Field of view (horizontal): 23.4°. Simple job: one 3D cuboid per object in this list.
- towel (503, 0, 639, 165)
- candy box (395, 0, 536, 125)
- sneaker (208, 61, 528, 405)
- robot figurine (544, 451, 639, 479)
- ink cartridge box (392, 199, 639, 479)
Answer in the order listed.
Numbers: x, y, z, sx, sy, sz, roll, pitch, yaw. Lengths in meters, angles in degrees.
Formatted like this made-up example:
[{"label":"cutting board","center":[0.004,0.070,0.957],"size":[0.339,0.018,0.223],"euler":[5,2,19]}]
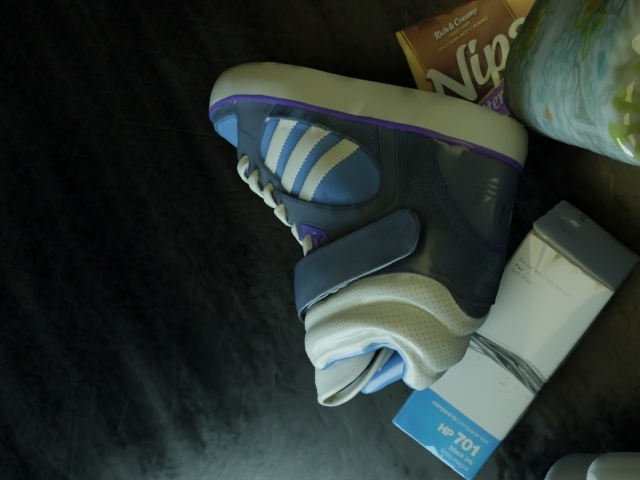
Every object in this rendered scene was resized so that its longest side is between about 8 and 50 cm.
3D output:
[{"label":"towel","center":[0.248,-0.227,0.980],"size":[0.090,0.320,0.374],"euler":[29,95,-4]},{"label":"candy box","center":[0.164,-0.150,1.203],"size":[0.186,0.053,0.109],"euler":[-21,90,22]},{"label":"sneaker","center":[0.001,0.000,1.179],"size":[0.322,0.130,0.236],"euler":[13,83,44]},{"label":"robot figurine","center":[0.285,0.260,1.145],"size":[0.353,0.200,0.300],"euler":[-3,136,23]},{"label":"ink cartridge box","center":[0.154,0.075,1.197],"size":[0.082,0.139,0.191],"euler":[39,111,10]}]
